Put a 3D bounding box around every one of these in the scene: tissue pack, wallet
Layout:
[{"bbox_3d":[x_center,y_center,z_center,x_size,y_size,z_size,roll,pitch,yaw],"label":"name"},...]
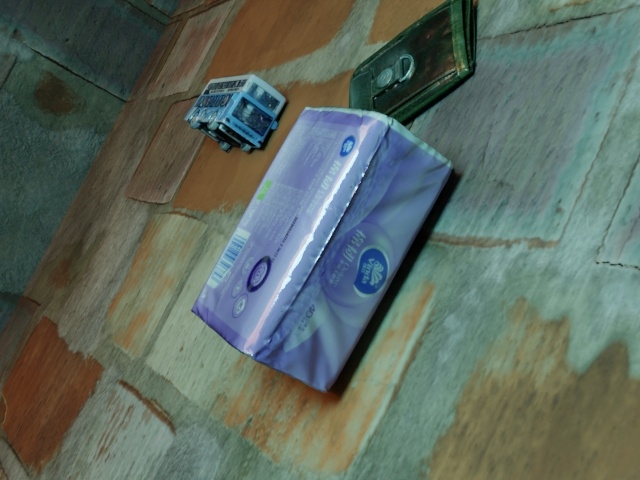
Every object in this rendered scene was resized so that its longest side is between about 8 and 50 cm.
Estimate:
[{"bbox_3d":[0.000,0.000,1.196,0.338,0.160,0.242,-60,27,-3],"label":"tissue pack"},{"bbox_3d":[0.129,-0.244,1.348,0.236,0.055,0.160,-33,43,42],"label":"wallet"}]

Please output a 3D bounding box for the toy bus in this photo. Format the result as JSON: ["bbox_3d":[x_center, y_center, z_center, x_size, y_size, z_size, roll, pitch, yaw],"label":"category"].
[{"bbox_3d":[-0.179,-0.258,1.865,0.131,0.106,0.297,-59,24,-7],"label":"toy bus"}]
